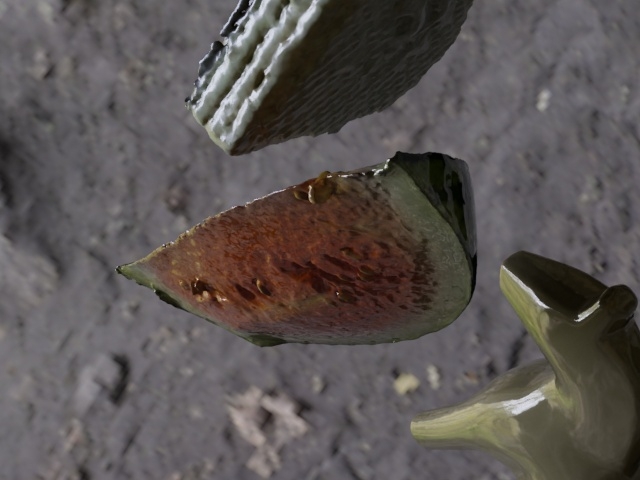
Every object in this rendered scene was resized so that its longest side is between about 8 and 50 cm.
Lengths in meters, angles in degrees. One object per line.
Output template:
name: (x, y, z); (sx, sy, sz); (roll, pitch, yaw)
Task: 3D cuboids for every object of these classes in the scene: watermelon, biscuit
watermelon: (-0.002, 0.005, 0.819); (0.245, 0.119, 0.063); (-16, 67, 57)
biscuit: (0.052, -0.145, 0.833); (0.052, 0.150, 0.252); (48, 124, 17)

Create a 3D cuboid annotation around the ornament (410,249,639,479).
ornament: (0.134, 0.115, 0.954); (0.061, 0.230, 0.245); (-32, 2, -24)
